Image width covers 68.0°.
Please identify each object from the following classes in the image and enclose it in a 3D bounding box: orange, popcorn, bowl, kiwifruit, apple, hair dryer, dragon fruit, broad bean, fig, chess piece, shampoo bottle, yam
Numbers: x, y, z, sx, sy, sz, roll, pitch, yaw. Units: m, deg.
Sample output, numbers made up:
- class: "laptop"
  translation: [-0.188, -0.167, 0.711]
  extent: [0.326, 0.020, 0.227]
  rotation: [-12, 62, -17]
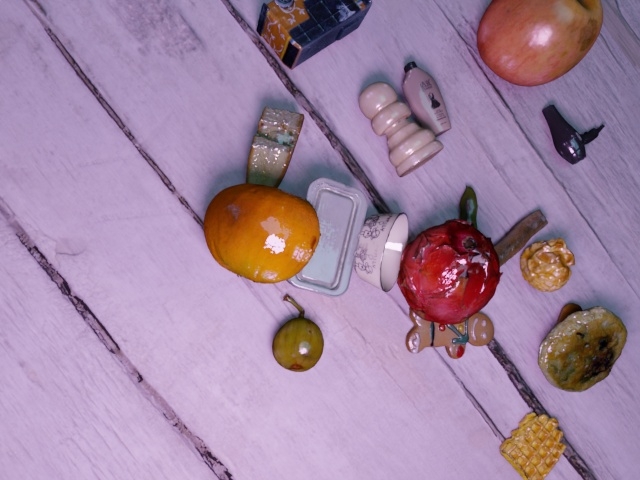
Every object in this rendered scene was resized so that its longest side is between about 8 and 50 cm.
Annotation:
- class: "orange"
  translation: [-0.161, -0.025, 1.241]
  extent: [0.311, 0.274, 0.274]
  rotation: [26, 75, 0]
- class: "popcorn"
  translation: [0.745, 0.079, 1.554]
  extent: [0.170, 0.180, 0.179]
  rotation: [44, 70, -40]
- class: "bowl"
  translation: [0.164, 0.025, 1.386]
  extent: [0.127, 0.238, 0.237]
  rotation: [11, 76, 25]
- class: "kiwifruit"
  translation: [0.841, 0.270, 1.596]
  extent: [0.075, 0.075, 0.124]
  rotation: [30, 79, -9]
- class: "apple"
  translation: [0.733, -0.708, 1.585]
  extent: [0.365, 0.364, 0.363]
  rotation: [2, 81, -15]
- class: "hair dryer"
  translation: [0.945, -0.404, 1.744]
  extent: [0.272, 0.091, 0.235]
  rotation: [-16, 76, -29]
- class: "dragon fruit"
  translation: [0.368, 0.089, 1.375]
  extent: [0.296, 0.301, 0.295]
  rotation: [4, 50, -5]
- class: "broad bean"
  translation: [0.492, -0.060, 1.559]
  extent: [0.065, 0.046, 0.254]
  rotation: [-9, 78, 21]
- class: "fig"
  translation: [-0.063, 0.275, 1.329]
  extent: [0.148, 0.186, 0.142]
  rotation: [18, 122, -3]
- class: "chess piece"
  translation: [0.237, -0.365, 1.489]
  extent: [0.167, 0.167, 0.299]
  rotation: [-32, 87, -18]
- class: "shampoo bottle"
  translation: [0.345, -0.469, 1.569]
  extent: [0.127, 0.078, 0.256]
  rotation: [-25, 88, -17]
- class: "yam"
  translation: [0.644, 0.005, 1.585]
  extent: [0.317, 0.067, 0.071]
  rotation: [-37, 105, -16]

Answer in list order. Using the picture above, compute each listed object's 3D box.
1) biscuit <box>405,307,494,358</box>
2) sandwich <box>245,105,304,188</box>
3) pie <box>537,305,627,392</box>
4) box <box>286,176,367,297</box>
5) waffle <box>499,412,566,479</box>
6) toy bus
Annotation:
- class: "biscuit"
  translation: [0.414, 0.272, 1.491]
  extent: [0.302, 0.049, 0.196]
  rotation: [8, 82, -15]
- class: "sandwich"
  translation: [-0.137, -0.260, 1.380]
  extent: [0.122, 0.128, 0.235]
  rotation: [16, 77, -5]
- class: "pie"
  translation: [0.860, 0.365, 1.544]
  extent: [0.324, 0.070, 0.322]
  rotation: [-3, 106, -12]
- class: "box"
  translation: [0.000, 0.000, 1.346]
  extent: [0.176, 0.182, 0.311]
  rotation: [17, 78, -13]
- class: "waffle"
  translation: [0.682, 0.643, 1.501]
  extent: [0.211, 0.055, 0.160]
  rotation: [-43, 95, -16]
- class: "toy bus"
  translation: [-0.016, -0.697, 1.463]
  extent: [0.324, 0.162, 0.194]
  rotation: [-38, 93, -16]
